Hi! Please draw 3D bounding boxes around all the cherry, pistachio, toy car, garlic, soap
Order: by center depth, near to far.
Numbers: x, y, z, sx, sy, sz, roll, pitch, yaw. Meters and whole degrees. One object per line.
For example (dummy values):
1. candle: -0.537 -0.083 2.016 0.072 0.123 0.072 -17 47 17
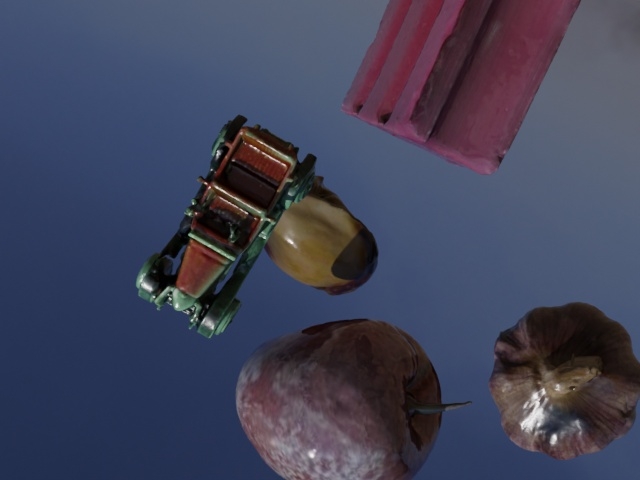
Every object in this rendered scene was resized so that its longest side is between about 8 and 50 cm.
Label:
1. toy car: -0.064 -0.009 0.543 0.073 0.143 0.054 31 -178 -2
2. soap: 0.167 -0.269 0.873 0.128 0.360 0.233 22 -171 -20
3. cherry: 0.036 0.197 0.963 0.285 0.213 0.236 -1 165 20
4. pistachio: 0.000 0.000 1.143 0.165 0.210 0.131 -6 -139 32
5. garlic: 0.361 0.209 1.229 0.245 0.245 0.160 39 -171 32
